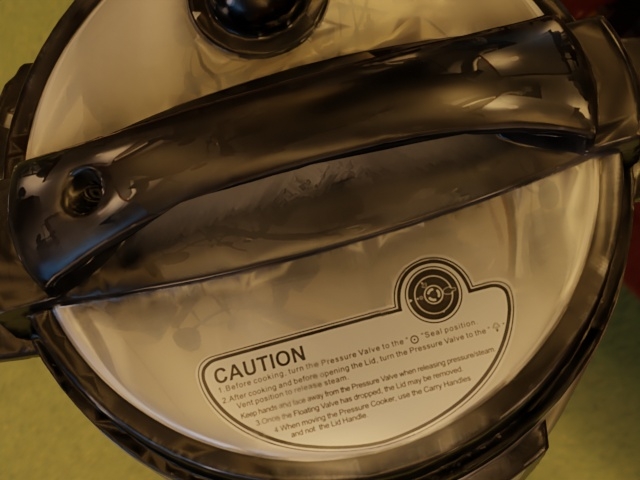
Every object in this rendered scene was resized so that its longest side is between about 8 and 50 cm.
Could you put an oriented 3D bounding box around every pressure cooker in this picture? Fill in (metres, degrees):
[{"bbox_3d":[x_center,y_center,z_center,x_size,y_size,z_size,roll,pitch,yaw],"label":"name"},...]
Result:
[{"bbox_3d":[-0.003,-0.005,0.961,0.375,0.420,0.370,31,79,11],"label":"pressure cooker"}]
